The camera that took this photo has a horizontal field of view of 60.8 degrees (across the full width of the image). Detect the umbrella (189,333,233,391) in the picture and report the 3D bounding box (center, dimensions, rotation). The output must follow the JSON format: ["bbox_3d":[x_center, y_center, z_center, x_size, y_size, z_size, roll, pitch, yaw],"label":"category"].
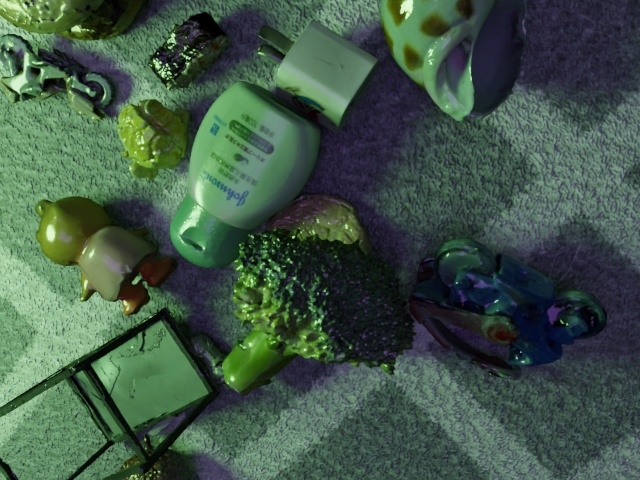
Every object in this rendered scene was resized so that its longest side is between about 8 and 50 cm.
[{"bbox_3d":[-0.227,0.260,1.158,0.067,0.062,0.143,-39,89,-5],"label":"umbrella"}]

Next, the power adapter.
[{"bbox_3d":[-0.021,-0.302,0.955,0.205,0.130,0.125,32,81,2],"label":"power adapter"}]

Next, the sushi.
[{"bbox_3d":[-0.242,-0.347,1.010,0.150,0.090,0.078,-38,91,16],"label":"sushi"}]

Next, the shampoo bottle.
[{"bbox_3d":[-0.158,-0.105,1.019,0.222,0.151,0.349,33,106,2],"label":"shampoo bottle"}]

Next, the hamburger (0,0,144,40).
[{"bbox_3d":[-0.461,-0.500,0.957,0.318,0.195,0.277,11,102,8],"label":"hamburger"}]

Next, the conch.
[{"bbox_3d":[0.217,-0.390,0.877,0.249,0.197,0.368,5,108,-26],"label":"conch"}]

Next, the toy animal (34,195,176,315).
[{"bbox_3d":[-0.448,0.015,1.085,0.281,0.169,0.195,34,63,5],"label":"toy animal"}]

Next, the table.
[{"bbox_3d":[-0.435,0.334,1.069,0.335,0.272,0.222,-30,94,22],"label":"table"}]

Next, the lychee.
[{"bbox_3d":[-0.367,0.526,1.193,0.165,0.165,0.197,-28,59,14],"label":"lychee"}]

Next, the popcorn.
[{"bbox_3d":[-0.319,-0.196,1.032,0.162,0.135,0.141,-42,115,3],"label":"popcorn"}]

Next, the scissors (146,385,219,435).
[{"bbox_3d":[-0.319,0.365,1.212,0.101,0.027,0.204,45,103,-2],"label":"scissors"}]

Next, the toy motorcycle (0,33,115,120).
[{"bbox_3d":[-0.524,-0.302,1.067,0.229,0.094,0.130,24,110,-10],"label":"toy motorcycle"}]

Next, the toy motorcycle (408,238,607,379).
[{"bbox_3d":[0.326,0.125,1.010,0.319,0.241,0.182,27,65,5],"label":"toy motorcycle"}]

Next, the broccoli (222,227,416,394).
[{"bbox_3d":[-0.061,0.142,0.991,0.397,0.275,0.353,-9,113,25],"label":"broccoli"}]

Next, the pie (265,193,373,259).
[{"bbox_3d":[-0.001,0.001,1.069,0.218,0.052,0.185,27,106,3],"label":"pie"}]
